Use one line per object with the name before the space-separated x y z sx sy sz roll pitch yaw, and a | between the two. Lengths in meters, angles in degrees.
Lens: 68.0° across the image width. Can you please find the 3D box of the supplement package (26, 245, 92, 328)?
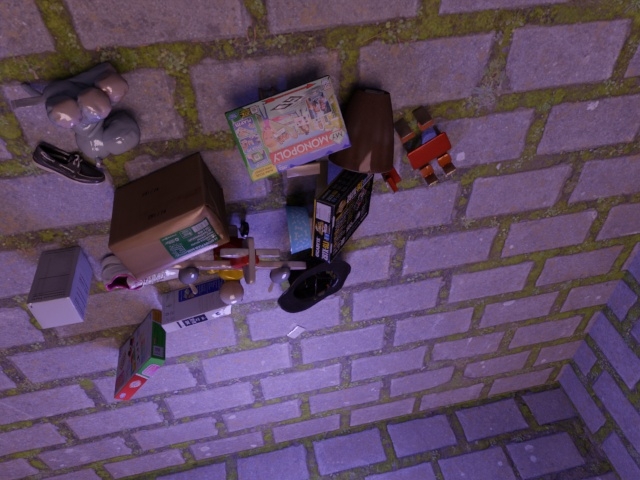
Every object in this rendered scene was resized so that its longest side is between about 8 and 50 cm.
supplement package | -0.891 0.159 1.634 0.138 0.244 0.134 -9 134 -8

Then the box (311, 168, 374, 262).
box | 0.083 -0.115 1.638 0.079 0.322 0.257 21 136 21

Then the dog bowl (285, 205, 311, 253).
dog bowl | -0.077 -0.044 1.665 0.073 0.297 0.166 -8 93 -4

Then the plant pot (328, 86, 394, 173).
plant pot | 0.147 -0.358 1.506 0.215 0.215 0.231 0 118 -17

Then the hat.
hat | -0.045 0.148 1.947 0.331 0.134 0.331 -24 150 -15

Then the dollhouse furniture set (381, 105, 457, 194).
dollhouse furniture set | 0.331 -0.284 1.655 0.259 0.135 0.262 -31 133 13

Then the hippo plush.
hippo plush | -0.624 -0.307 1.282 0.293 0.234 0.237 -17 134 -2

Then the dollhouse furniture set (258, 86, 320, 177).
dollhouse furniture set | -0.070 -0.343 1.463 0.211 0.161 0.242 -8 134 -8

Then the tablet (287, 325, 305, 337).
tablet | -0.117 0.445 2.300 0.054 0.006 0.083 28 120 -36

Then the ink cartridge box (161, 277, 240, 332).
ink cartridge box | -0.466 0.244 1.896 0.332 0.166 0.065 -17 135 1

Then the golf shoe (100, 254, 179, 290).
golf shoe | -0.650 0.132 1.756 0.305 0.140 0.115 -1 131 -18

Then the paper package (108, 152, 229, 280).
paper package | -0.474 -0.078 1.490 0.324 0.310 0.168 -23 135 3

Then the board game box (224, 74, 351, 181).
board game box | -0.091 -0.325 1.388 0.317 0.046 0.214 -20 112 0

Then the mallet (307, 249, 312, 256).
mallet | 0.000 0.000 1.899 0.062 0.039 0.189 27 124 -36

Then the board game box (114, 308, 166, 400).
board game box | -0.751 0.478 1.980 0.064 0.242 0.316 26 122 -34

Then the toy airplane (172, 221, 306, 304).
toy airplane | -0.283 0.094 1.611 0.385 0.384 0.273 10 100 18

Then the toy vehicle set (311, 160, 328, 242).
toy vehicle set | -0.004 -0.125 1.683 0.035 0.166 0.267 5 132 -2

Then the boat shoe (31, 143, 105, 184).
boat shoe | -0.753 -0.229 1.431 0.205 0.075 0.065 20 127 -25
